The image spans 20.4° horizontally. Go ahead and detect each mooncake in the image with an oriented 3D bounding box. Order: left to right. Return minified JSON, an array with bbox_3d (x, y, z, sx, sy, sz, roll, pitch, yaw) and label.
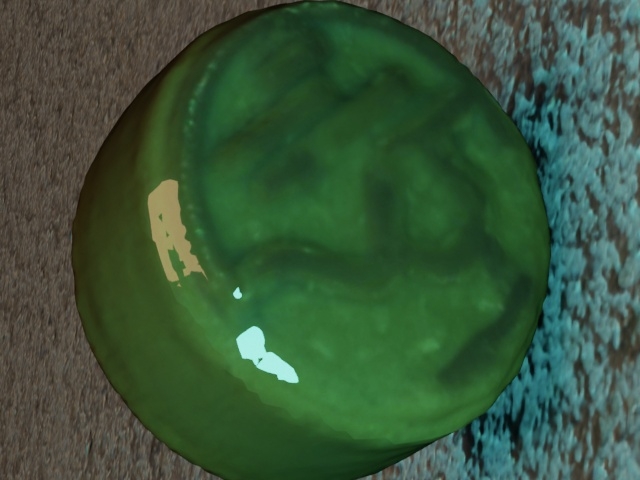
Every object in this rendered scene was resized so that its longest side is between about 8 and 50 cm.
[{"bbox_3d":[0.000,0.000,1.078,0.155,0.284,0.284,-36,47,56],"label":"mooncake"}]
